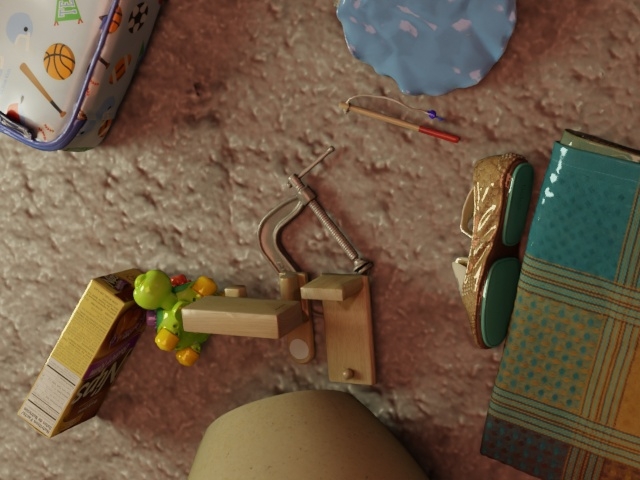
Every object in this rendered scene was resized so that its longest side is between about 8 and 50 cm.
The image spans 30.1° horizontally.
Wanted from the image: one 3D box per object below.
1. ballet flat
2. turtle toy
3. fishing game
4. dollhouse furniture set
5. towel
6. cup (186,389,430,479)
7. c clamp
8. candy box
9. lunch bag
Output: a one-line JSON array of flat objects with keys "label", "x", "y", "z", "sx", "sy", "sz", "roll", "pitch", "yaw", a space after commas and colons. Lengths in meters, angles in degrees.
[{"label": "ballet flat", "x": 0.175, "y": 0.009, "z": 1.245, "sx": 0.067, "sy": 0.073, "sz": 0.206, "roll": 16, "pitch": 99, "yaw": 41}, {"label": "turtle toy", "x": -0.158, "y": 0.075, "z": 1.315, "sx": 0.066, "sy": 0.130, "sz": 0.095, "roll": 30, "pitch": 80, "yaw": 33}, {"label": "fishing game", "x": 0.108, "y": -0.239, "z": 1.224, "sx": 0.189, "sy": 0.041, "sz": 0.264, "roll": 17, "pitch": 116, "yaw": 8}, {"label": "dollhouse furniture set", "x": -0.040, "y": 0.113, "z": 1.257, "sx": 0.144, "sy": 0.151, "sz": 0.123, "roll": 2, "pitch": 105, "yaw": 28}, {"label": "towel", "x": 0.316, "y": 0.097, "z": 1.169, "sx": 0.271, "sy": 0.040, "sz": 0.370, "roll": 20, "pitch": 114, "yaw": 25}, {"label": "cup", "x": -0.016, "y": 0.293, "z": 1.223, "sx": 0.331, "sy": 0.331, "sz": 0.237, "roll": -23, "pitch": 63, "yaw": 17}, {"label": "c clamp", "x": 0.000, "y": 0.000, "z": 1.306, "sx": 0.137, "sy": 0.022, "sz": 0.161, "roll": -34, "pitch": 88, "yaw": 18}, {"label": "candy box", "x": -0.258, "y": 0.126, "z": 1.350, "sx": 0.053, "sy": 0.109, "sz": 0.187, "roll": 35, "pitch": 105, "yaw": 11}, {"label": "lunch bag", "x": -0.314, "y": -0.255, "z": 1.322, "sx": 0.243, "sy": 0.115, "sz": 0.303, "roll": 29, "pitch": 102, "yaw": 13}]
